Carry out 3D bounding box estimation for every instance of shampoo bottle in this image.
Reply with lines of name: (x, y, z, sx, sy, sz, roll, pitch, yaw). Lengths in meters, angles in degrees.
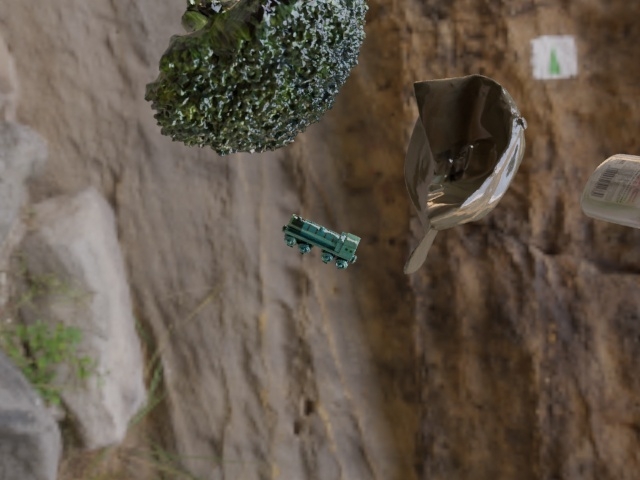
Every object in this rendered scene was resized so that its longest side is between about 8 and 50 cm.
shampoo bottle: (0.449, -0.064, 1.355, 0.108, 0.051, 0.221, -52, -156, -7)

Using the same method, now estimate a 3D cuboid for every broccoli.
broccoli: (-0.052, -0.188, 0.958, 0.198, 0.176, 0.226, 39, 62, -76)

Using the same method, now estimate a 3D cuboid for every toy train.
toy train: (0.000, 0.000, 1.127, 0.045, 0.092, 0.029, 112, 3, -50)

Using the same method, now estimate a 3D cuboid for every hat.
hat: (0.142, -0.053, 0.993, 0.173, 0.144, 0.166, 60, 26, -55)
